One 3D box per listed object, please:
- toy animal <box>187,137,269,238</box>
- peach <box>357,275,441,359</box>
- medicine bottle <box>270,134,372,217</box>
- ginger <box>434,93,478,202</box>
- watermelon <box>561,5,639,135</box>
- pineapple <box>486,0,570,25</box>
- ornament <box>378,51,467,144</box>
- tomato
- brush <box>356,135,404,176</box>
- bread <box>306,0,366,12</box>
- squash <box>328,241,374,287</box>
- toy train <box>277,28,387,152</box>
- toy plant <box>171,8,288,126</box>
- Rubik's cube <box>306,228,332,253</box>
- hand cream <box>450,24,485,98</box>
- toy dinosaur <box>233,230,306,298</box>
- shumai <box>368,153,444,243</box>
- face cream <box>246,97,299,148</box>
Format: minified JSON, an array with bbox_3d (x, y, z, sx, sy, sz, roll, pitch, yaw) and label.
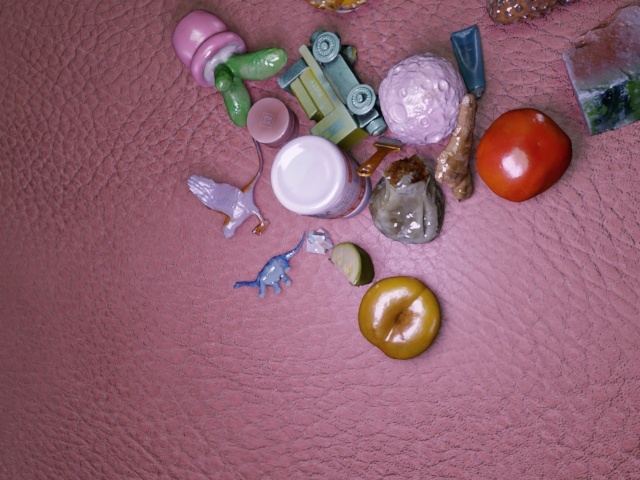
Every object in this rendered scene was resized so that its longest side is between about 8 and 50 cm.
[{"bbox_3d":[-0.257,-0.165,1.616,0.284,0.225,0.302,-36,92,-7],"label":"toy animal"},{"bbox_3d":[0.238,0.227,1.422,0.251,0.153,0.251,2,97,17],"label":"peach"},{"bbox_3d":[0.020,-0.166,1.376,0.211,0.371,0.211,0,89,18],"label":"medicine bottle"},{"bbox_3d":[0.388,-0.247,1.326,0.148,0.081,0.334,-12,125,-18],"label":"ginger"},{"bbox_3d":[0.783,-0.457,1.260,0.264,0.151,0.302,-29,81,15],"label":"watermelon"},{"bbox_3d":[0.651,-0.702,1.310,0.361,0.175,0.175,-7,87,7],"label":"pineapple"},{"bbox_3d":[0.298,-0.402,1.354,0.225,0.259,0.259,-20,83,26],"label":"ornament"},{"bbox_3d":[0.554,-0.237,1.297,0.259,0.180,0.260,1,81,-6],"label":"tomato"},{"bbox_3d":[0.171,-0.246,1.382,0.090,0.314,0.017,15,124,18],"label":"brush"},{"bbox_3d":[0.058,-0.911,1.467,0.336,0.204,0.358,23,98,21],"label":"bread"},{"bbox_3d":[0.081,0.057,1.415,0.169,0.252,0.093,31,96,15],"label":"squash"},{"bbox_3d":[0.039,-0.460,1.492,0.253,0.160,0.397,-35,78,23],"label":"toy train"},{"bbox_3d":[-0.308,-0.595,1.554,0.356,0.210,0.317,51,127,13],"label":"toy plant"},{"bbox_3d":[-0.002,-0.001,1.533,0.084,0.075,0.073,1,106,3],"label":"Rubik's cube"},{"bbox_3d":[0.452,-0.533,1.424,0.083,0.048,0.224,-13,80,19],"label":"hand cream"},{"bbox_3d":[-0.154,0.112,1.577,0.329,0.076,0.144,-38,47,14],"label":"toy dinosaur"},{"bbox_3d":[0.247,-0.106,1.388,0.225,0.222,0.261,-18,88,14],"label":"shumai"},{"bbox_3d":[-0.156,-0.385,1.572,0.149,0.104,0.149,0,89,17],"label":"face cream"}]
